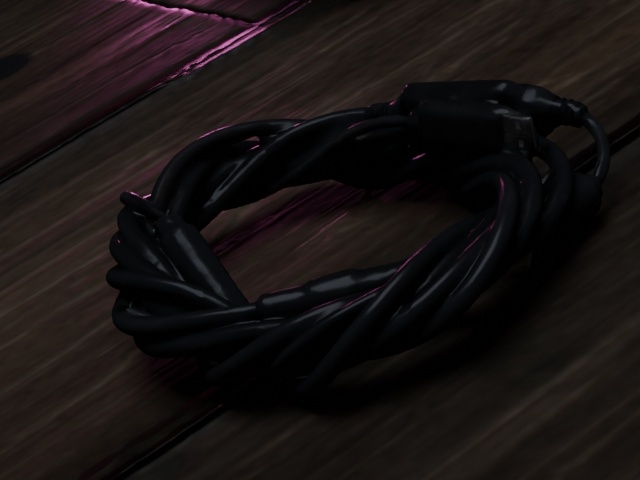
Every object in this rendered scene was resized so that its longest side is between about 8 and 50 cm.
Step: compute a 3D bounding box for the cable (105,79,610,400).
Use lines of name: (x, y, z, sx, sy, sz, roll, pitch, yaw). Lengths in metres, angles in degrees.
cable: (0.000, 0.000, 0.680, 0.184, 0.047, 0.150, 3, 40, 39)
